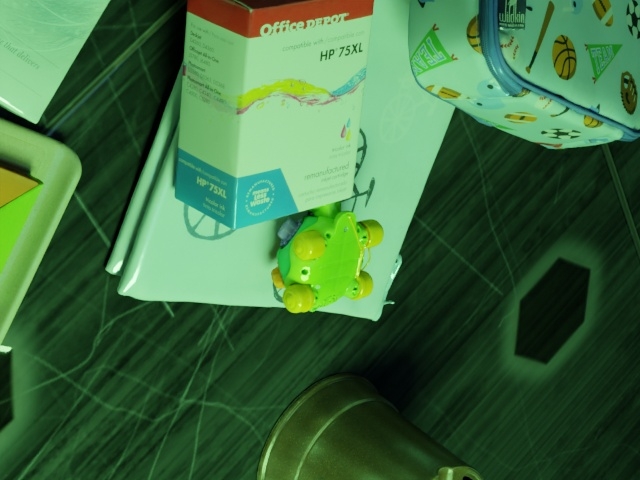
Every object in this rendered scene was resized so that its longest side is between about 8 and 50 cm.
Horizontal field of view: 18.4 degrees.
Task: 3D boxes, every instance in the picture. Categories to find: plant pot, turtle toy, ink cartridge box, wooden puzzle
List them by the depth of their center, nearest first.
[{"bbox_3d":[-0.297,0.004,1.438,0.238,0.044,0.221,23,94,-50],"label":"wooden puzzle"},{"bbox_3d":[-0.035,-0.138,1.555,0.134,0.078,0.231,-17,123,-40],"label":"ink cartridge box"},{"bbox_3d":[0.000,0.000,1.682,0.095,0.066,0.130,-10,119,-42],"label":"turtle toy"},{"bbox_3d":[0.055,0.232,1.851,0.167,0.165,0.167,-24,126,-37],"label":"plant pot"}]

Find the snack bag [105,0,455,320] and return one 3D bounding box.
[{"bbox_3d":[-0.007,-0.091,1.702,0.342,0.037,0.323,8,106,-48],"label":"snack bag"}]

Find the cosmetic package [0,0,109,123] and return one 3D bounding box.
[{"bbox_3d":[-0.237,-0.234,1.297,0.224,0.138,0.225,34,84,-50],"label":"cosmetic package"}]

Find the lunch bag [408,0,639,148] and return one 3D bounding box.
[{"bbox_3d":[0.191,-0.221,1.741,0.303,0.115,0.243,21,71,-52],"label":"lunch bag"}]
